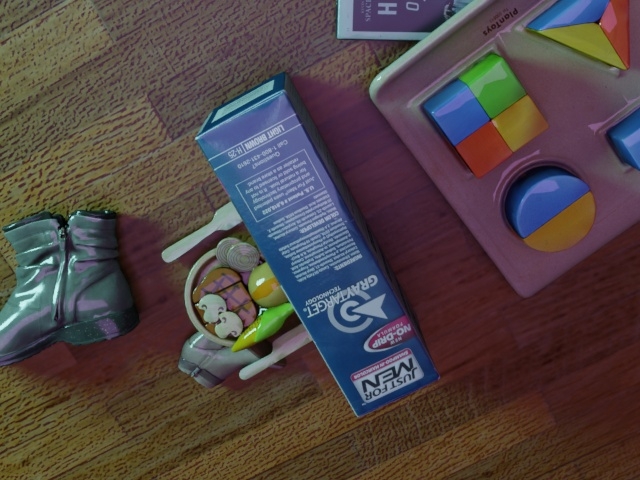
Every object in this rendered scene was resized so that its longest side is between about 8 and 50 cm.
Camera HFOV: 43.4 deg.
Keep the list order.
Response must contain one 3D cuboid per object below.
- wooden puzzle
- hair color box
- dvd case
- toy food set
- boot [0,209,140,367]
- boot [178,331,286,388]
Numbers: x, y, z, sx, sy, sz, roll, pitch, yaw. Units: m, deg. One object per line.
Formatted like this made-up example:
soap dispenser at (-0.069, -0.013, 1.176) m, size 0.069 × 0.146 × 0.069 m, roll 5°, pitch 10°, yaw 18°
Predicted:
wooden puzzle at (0.276, -0.131, 0.880) m, size 0.322 × 0.080 × 0.348 m, roll -37°, pitch 112°, yaw 9°
hair color box at (0.000, 0.000, 0.882) m, size 0.105 × 0.174 × 0.347 m, roll -27°, pitch 106°, yaw 7°
dvd case at (0.138, -0.306, 0.867) m, size 0.239 × 0.029 × 0.179 m, roll 0°, pitch 107°, yaw -3°
toy food set at (-0.096, 0.063, 0.943) m, size 0.132 × 0.038 × 0.192 m, roll -34°, pitch 92°, yaw 3°
boot at (-0.343, 0.052, 0.945) m, size 0.247 × 0.083 × 0.161 m, roll -14°, pitch 101°, yaw -3°
boot at (-0.114, 0.151, 0.999) m, size 0.118 × 0.042 × 0.087 m, roll 34°, pitch 110°, yaw -11°
